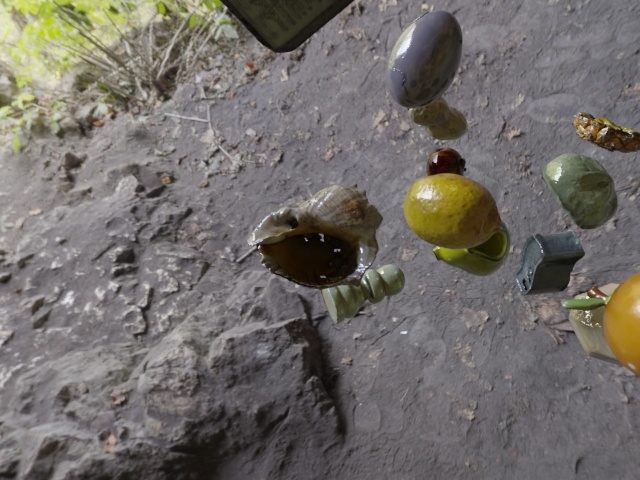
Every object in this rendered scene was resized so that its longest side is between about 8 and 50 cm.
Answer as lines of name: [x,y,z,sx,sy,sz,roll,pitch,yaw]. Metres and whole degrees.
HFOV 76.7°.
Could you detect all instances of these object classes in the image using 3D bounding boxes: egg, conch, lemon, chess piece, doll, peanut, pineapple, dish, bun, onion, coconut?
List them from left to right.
conch: [0.000,0.000,0.698,0.245,0.163,0.178,-9,47,-18]
chess piece: [0.133,0.142,1.193,0.243,0.133,0.133,-19,73,-13]
egg: [0.221,-0.381,0.862,0.146,0.146,0.198,33,120,24]
peanut: [0.413,-0.441,1.439,0.130,0.290,0.130,-21,60,42]
onion: [0.347,-0.201,1.121,0.119,0.118,0.117,-18,64,21]
lemon: [0.282,-0.063,0.879,0.207,0.170,0.170,24,94,45]
dish: [0.522,0.005,1.340,0.262,0.108,0.221,12,90,-7]
bun: [0.639,-0.126,0.981,0.118,0.195,0.195,-32,71,34]
pineapple: [0.832,-0.306,1.171,0.225,0.225,0.076,34,124,24]
coconut: [0.920,0.256,1.269,0.259,0.259,0.259,-3,82,24]
doll: [0.589,0.133,0.723,0.236,0.213,0.213,31,97,43]

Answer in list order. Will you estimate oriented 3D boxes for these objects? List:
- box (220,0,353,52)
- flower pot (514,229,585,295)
box: [-0.086,-0.344,0.332,0.211,0.350,0.058,-20,45,39]
flower pot: [0.638,0.069,1.147,0.108,0.229,0.103,-6,48,3]
